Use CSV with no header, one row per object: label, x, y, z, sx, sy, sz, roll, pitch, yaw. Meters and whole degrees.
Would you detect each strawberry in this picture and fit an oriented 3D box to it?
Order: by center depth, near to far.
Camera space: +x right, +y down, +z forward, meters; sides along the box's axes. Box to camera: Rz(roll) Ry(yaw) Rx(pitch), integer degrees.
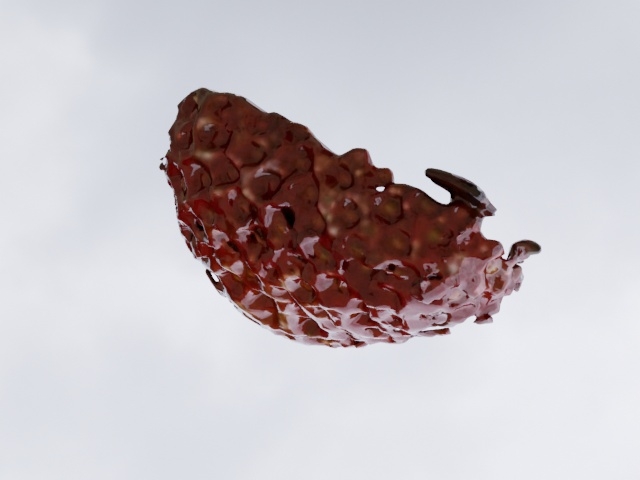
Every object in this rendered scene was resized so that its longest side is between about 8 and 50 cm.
strawberry,0.000,0.000,0.830,0.188,0.121,0.082,23,-102,49
